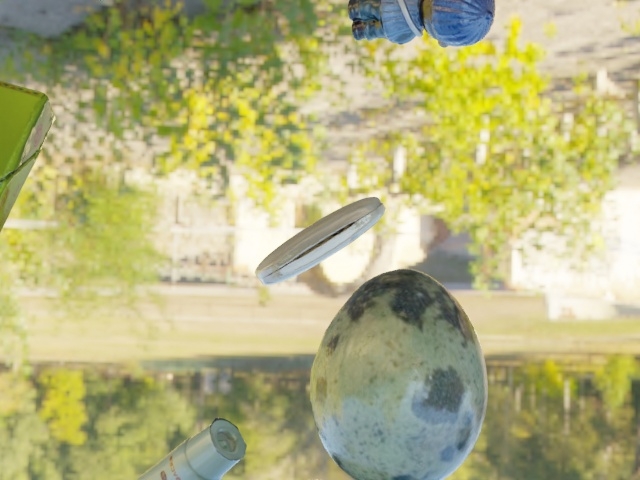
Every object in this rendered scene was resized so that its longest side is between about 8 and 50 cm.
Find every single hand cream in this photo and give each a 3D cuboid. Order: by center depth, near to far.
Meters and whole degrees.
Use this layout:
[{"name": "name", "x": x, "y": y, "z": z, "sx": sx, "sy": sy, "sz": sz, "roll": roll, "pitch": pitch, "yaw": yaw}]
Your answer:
[{"name": "hand cream", "x": -0.201, "y": 0.303, "z": 1.318, "sx": 0.331, "sy": 0.085, "sz": 0.058, "roll": -42, "pitch": 161, "yaw": 31}]

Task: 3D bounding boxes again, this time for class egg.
[{"name": "egg", "x": 0.062, "y": 0.111, "z": 0.932, "sx": 0.141, "sy": 0.182, "sz": 0.141, "roll": 3, "pitch": -162, "yaw": -1}]

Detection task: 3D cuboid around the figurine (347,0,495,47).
[{"name": "figurine", "x": 0.092, "y": -0.213, "z": 1.085, "sx": 0.136, "sy": 0.077, "sz": 0.079, "roll": -8, "pitch": -153, "yaw": 11}]

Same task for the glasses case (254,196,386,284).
[{"name": "glasses case", "x": 0.000, "y": 0.000, "z": 1.635, "sx": 0.204, "sy": 0.051, "sz": 0.081, "roll": -32, "pitch": -177, "yaw": -8}]

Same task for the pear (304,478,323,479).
[{"name": "pear", "x": 0.001, "y": 0.426, "z": 1.094, "sx": 0.351, "sy": 0.413, "sz": 0.352, "roll": 6, "pitch": -147, "yaw": -4}]

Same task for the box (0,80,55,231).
[{"name": "box", "x": -0.358, "y": 0.008, "z": 0.918, "sx": 0.187, "sy": 0.335, "sz": 0.047, "roll": 16, "pitch": 156, "yaw": 9}]
